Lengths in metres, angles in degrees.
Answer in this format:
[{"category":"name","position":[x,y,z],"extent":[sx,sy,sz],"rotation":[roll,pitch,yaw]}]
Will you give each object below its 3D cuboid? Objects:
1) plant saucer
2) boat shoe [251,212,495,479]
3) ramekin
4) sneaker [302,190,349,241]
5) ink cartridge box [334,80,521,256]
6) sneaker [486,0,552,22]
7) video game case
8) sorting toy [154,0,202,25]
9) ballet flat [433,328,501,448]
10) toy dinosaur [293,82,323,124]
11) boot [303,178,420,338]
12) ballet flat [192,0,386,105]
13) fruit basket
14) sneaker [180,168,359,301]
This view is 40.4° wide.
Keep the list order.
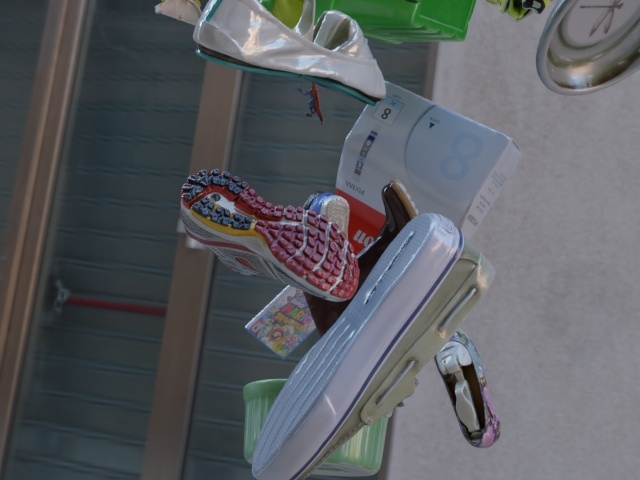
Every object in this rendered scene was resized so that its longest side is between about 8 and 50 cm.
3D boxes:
[{"category":"plant saucer","position":[0.616,-0.487,1.843],"extent":[0.401,0.100,0.400],"rotation":[-20,-33,-14]},{"category":"boat shoe","position":[0.051,0.117,0.812],"extent":[0.094,0.302,0.109],"rotation":[35,6,-15]},{"category":"ramekin","position":[-0.011,0.380,1.735],"extent":[0.304,0.148,0.303],"rotation":[5,-20,2]},{"category":"sneaker","position":[0.001,0.000,1.318],"extent":[0.058,0.152,0.084],"rotation":[-4,16,-27]},{"category":"ink cartridge box","position":[0.147,-0.077,1.641],"extent":[0.308,0.385,0.091],"rotation":[32,-1,33]},{"category":"sneaker","position":[0.484,-0.635,2.201],"extent":[0.145,0.147,0.385],"rotation":[24,3,-11]},{"category":"video game case","position":[-0.045,0.136,1.619],"extent":[0.119,0.166,0.015],"rotation":[46,0,-39]},{"category":"sorting toy","position":[-0.254,-0.404,1.522],"extent":[0.083,0.044,0.075],"rotation":[12,2,-34]},{"category":"ballet flat","position":[0.235,0.237,1.439],"extent":[0.077,0.221,0.079],"rotation":[-24,-14,21]},{"category":"toy dinosaur","position":[-0.008,-0.292,1.753],"extent":[0.090,0.082,0.047],"rotation":[36,39,25]},{"category":"boot","position":[0.069,0.044,1.325],"extent":[0.207,0.248,0.090],"rotation":[-17,23,2]},{"category":"ballet flat","position":[-0.014,-0.294,1.298],"extent":[0.139,0.139,0.400],"rotation":[1,-2,40]},{"category":"fruit basket","position":[0.068,-0.471,1.552],"extent":[0.392,0.282,0.392],"rotation":[14,14,-3]},{"category":"sneaker","position":[-0.057,0.002,0.997],"extent":[0.225,0.088,0.092],"rotation":[30,-34,3]}]
